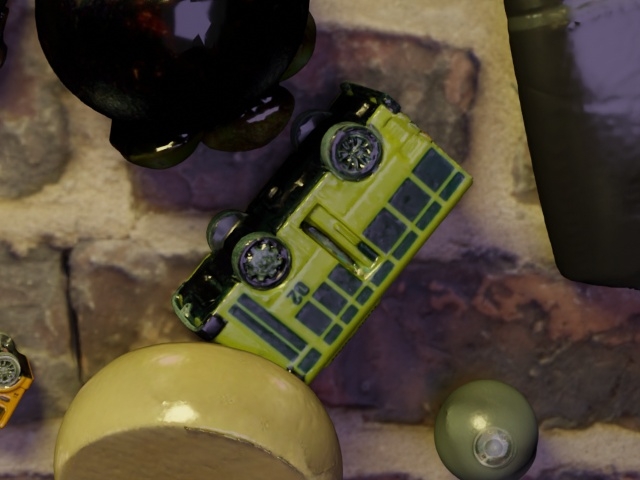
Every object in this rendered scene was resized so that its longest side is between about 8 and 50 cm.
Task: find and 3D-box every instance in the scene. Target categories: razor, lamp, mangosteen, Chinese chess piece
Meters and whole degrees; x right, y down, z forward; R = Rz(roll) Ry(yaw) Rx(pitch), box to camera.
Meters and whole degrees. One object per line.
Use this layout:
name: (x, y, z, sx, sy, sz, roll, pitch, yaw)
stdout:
razor: (0.291, -0.124, 1.256, 0.204, 0.113, 0.349, -14, 107, -1)
lamp: (0.162, 0.188, 1.305, 0.105, 0.105, 0.105, -4, 104, -16)
mangosteen: (-0.113, -0.177, 1.087, 0.243, 0.243, 0.243, -4, 104, -16)
Chinese chess piece: (-0.105, 0.194, 1.168, 0.250, 0.097, 0.251, 4, 135, 4)

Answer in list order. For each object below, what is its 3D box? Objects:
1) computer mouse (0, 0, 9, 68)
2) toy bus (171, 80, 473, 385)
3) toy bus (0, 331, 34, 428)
computer mouse: (-0.319, -0.180, 1.085, 0.146, 0.077, 0.242, 19, 97, -22)
toy bus: (0.000, 0.000, 1.198, 0.150, 0.128, 0.262, 39, 89, -21)
toy bus: (-0.332, 0.099, 1.151, 0.162, 0.069, 0.074, 26, 96, -22)
